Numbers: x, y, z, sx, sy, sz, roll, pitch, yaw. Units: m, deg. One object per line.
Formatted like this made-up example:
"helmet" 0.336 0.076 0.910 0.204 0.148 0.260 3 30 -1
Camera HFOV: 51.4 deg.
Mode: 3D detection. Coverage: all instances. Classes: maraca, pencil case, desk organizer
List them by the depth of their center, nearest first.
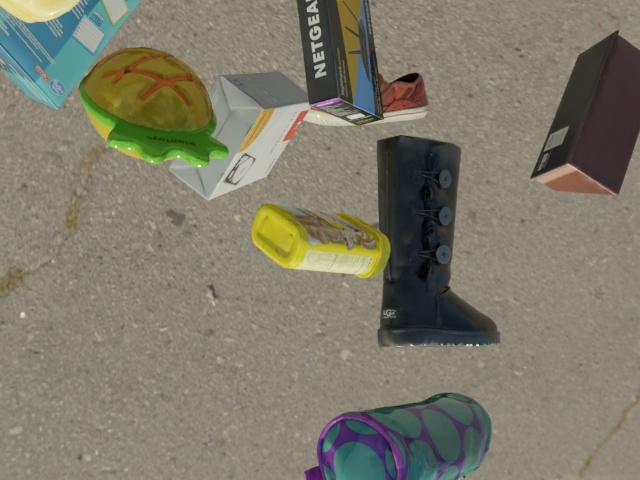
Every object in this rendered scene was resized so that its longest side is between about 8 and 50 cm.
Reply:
"pencil case" 0.060 0.141 0.450 0.070 0.064 0.152 -23 161 30
"desk organizer" 0.221 -0.095 0.530 0.050 0.047 0.130 30 72 -11
"maraca" -0.154 -0.118 0.618 0.127 0.185 0.099 -1 126 -29

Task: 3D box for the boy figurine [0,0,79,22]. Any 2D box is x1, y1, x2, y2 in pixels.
"boy figurine" -0.078 -0.209 0.337 0.177 0.285 0.092 -4 129 32

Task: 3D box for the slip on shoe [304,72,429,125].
"slip on shoe" 0.089 -0.282 1.326 0.331 0.123 0.101 -15 108 -37

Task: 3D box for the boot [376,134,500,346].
"boot" 0.269 0.011 1.476 0.367 0.146 0.445 10 76 -45

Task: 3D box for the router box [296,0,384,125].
"router box" 0.025 -0.246 0.844 0.133 0.046 0.178 3 79 -61

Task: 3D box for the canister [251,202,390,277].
"canister" 0.000 0.000 0.964 0.170 0.126 0.073 7 109 -42

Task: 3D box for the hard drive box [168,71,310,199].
"hard drive box" -0.126 -0.183 1.118 0.089 0.232 0.181 38 114 6

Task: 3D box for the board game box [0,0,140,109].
"board game box" -0.393 -0.411 1.017 0.336 0.079 0.254 -59 161 -16
